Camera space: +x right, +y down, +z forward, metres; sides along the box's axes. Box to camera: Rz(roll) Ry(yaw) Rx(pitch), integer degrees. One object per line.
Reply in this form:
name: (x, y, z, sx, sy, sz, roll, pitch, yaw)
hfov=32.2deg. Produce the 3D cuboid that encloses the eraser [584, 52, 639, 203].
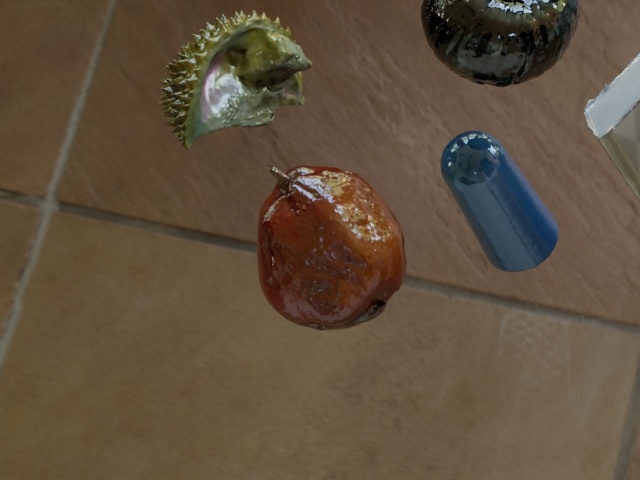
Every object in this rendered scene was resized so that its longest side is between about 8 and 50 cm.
eraser: (0.494, -0.064, 1.406, 0.213, 0.397, 0.082, -45, 26, -9)

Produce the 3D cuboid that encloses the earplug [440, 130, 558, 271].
earplug: (0.279, -0.074, 1.789, 0.133, 0.273, 0.132, -17, 49, 21)

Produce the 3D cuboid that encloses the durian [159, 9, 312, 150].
durian: (-0.120, -0.250, 1.679, 0.172, 0.306, 0.166, -41, 75, 35)

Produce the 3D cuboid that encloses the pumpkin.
pumpkin: (0.263, -0.339, 1.638, 0.233, 0.163, 0.233, 1, 67, -3)

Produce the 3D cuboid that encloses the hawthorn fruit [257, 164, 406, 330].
hawthorn fruit: (0.010, 0.010, 1.206, 0.174, 0.179, 0.173, 0, 40, 0)
